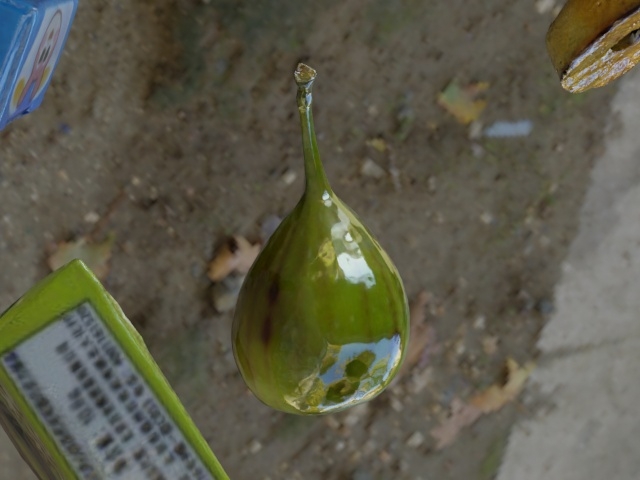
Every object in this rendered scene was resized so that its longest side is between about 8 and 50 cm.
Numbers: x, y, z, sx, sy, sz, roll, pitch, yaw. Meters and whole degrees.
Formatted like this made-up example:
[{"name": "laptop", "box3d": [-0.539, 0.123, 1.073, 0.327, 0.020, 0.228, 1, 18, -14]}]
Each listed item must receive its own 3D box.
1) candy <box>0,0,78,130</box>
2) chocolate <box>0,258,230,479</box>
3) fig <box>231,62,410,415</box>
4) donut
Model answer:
[{"name": "candy", "box3d": [-0.324, -0.175, 0.964, 0.306, 0.157, 0.100, 25, 100, -4]}, {"name": "chocolate", "box3d": [-0.238, 0.188, 1.520, 0.137, 0.289, 0.301, -35, 93, -20]}, {"name": "fig", "box3d": [0.012, 0.007, 0.714, 0.093, 0.093, 0.166, 6, 107, -41]}, {"name": "donut", "box3d": [0.259, -0.191, 1.269, 0.152, 0.058, 0.152, -28, 161, -10]}]
